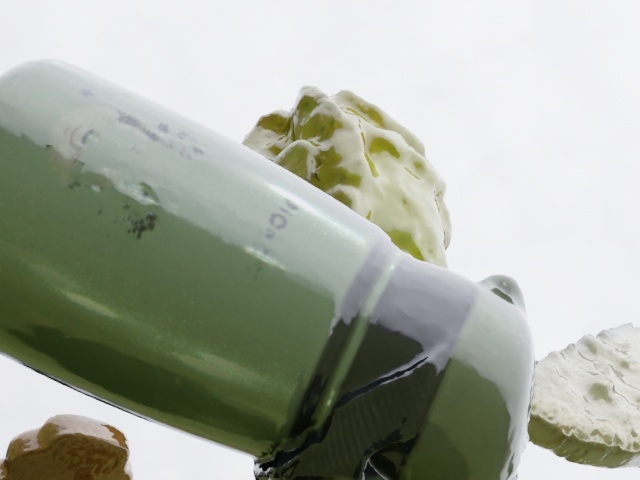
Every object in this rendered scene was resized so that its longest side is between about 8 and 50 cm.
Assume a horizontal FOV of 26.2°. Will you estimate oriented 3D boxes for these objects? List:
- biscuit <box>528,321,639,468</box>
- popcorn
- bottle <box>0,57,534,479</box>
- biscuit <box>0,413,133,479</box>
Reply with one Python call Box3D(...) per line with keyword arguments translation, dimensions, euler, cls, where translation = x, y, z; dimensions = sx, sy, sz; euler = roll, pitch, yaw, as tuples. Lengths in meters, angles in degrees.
Box3D(translation=(0.318, 0.169, 1.471), dimensions=(0.179, 0.281, 0.084), euler=(33, -60, 25), cls="biscuit")
Box3D(translation=(0.000, 0.000, 1.104), dimensions=(0.192, 0.266, 0.233), euler=(14, -57, -33), cls="popcorn")
Box3D(translation=(-0.043, 0.038, 0.757), dimensions=(0.347, 0.168, 0.168), euler=(25, -40, 9), cls="bottle")
Box3D(translation=(-0.279, 0.273, 1.287), dimensions=(0.186, 0.044, 0.295), euler=(16, -55, -29), cls="biscuit")
